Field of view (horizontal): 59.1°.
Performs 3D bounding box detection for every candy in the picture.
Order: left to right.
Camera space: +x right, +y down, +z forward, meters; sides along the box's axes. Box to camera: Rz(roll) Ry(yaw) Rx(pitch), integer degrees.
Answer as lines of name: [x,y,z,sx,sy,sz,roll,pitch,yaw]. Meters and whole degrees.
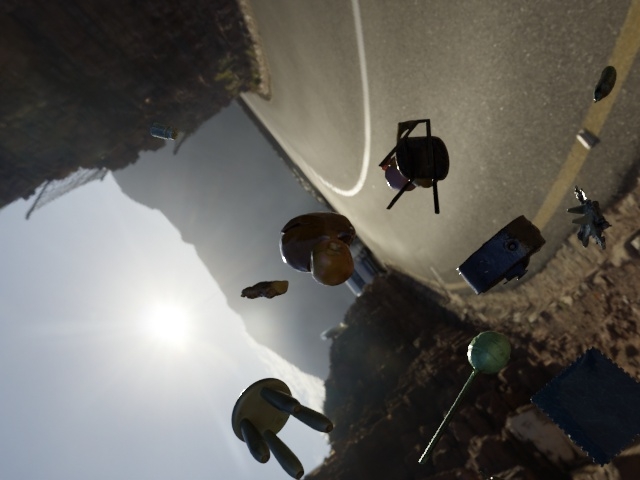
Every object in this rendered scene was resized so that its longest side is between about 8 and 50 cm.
candy: [0.406,0.451,1.626,0.119,0.440,0.119,35,169,8]

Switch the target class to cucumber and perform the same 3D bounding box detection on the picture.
cucumber: [0.649,-0.355,1.280,0.037,0.155,0.037,23,142,19]

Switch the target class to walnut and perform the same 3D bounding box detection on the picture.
walnut: [0.000,0.000,1.883,0.336,0.209,0.209,-12,123,49]

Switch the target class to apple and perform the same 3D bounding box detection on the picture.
apple: [0.036,0.064,1.651,0.146,0.146,0.146,52,-179,-1]

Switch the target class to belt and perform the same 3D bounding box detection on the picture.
belt: [0.600,0.060,1.848,0.164,0.289,0.184,53,-153,17]

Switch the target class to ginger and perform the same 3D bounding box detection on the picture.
ginger: [-0.236,0.211,2.425,0.137,0.213,0.074,-18,-87,-52]

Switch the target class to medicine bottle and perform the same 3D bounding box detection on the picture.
medicine bottle: [-0.521,-0.364,1.882,0.083,0.047,0.047,17,170,15]

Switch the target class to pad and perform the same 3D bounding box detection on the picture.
pad: [0.801,0.471,1.634,0.270,0.269,0.012,45,171,41]

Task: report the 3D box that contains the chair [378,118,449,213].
chair: [0.255,-0.215,1.502,0.172,0.247,0.158,7,138,25]

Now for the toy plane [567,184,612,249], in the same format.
toy plane: [0.739,-0.042,1.540,0.262,0.088,0.192,37,-144,-52]

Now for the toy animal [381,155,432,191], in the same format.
toy animal: [0.386,-0.286,2.314,0.195,0.169,0.281,15,166,-39]

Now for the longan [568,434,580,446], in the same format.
longan: [0.776,0.576,1.687,0.075,0.075,0.083,52,-179,-33]

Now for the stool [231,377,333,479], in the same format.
stool: [-0.112,0.497,1.509,0.199,0.195,0.195,25,166,50]

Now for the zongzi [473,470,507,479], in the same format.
zongzi: [0.427,0.640,1.383,0.154,0.130,0.062,23,-155,-4]
